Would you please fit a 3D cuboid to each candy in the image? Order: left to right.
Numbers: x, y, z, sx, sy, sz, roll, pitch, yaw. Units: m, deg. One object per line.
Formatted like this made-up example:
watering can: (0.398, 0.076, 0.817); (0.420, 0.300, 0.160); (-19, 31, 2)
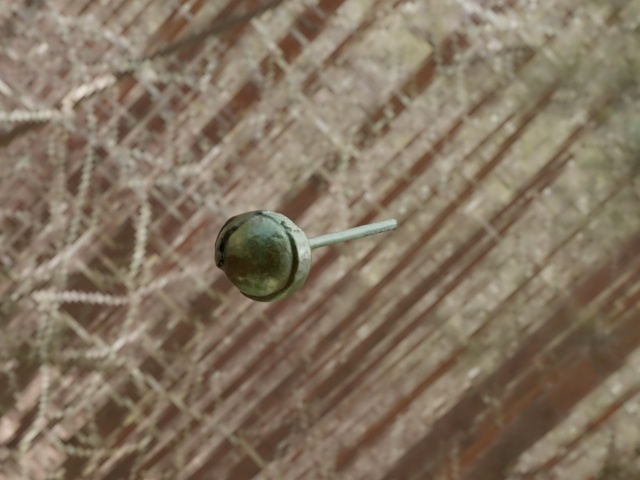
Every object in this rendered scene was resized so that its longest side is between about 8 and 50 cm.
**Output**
candy: (0.000, 0.000, 1.098); (0.061, 0.061, 0.202); (53, 28, 13)
